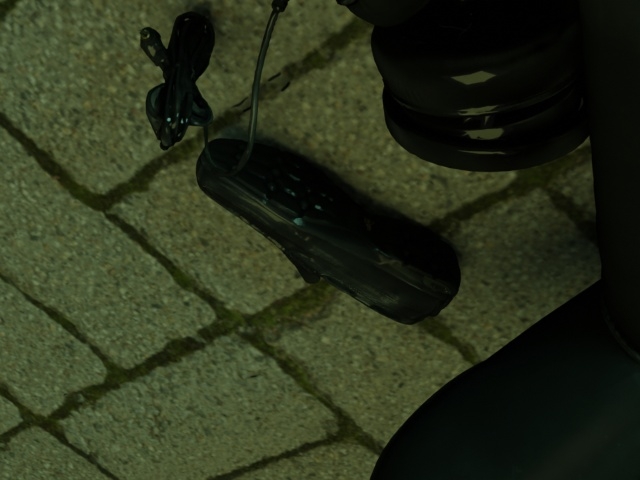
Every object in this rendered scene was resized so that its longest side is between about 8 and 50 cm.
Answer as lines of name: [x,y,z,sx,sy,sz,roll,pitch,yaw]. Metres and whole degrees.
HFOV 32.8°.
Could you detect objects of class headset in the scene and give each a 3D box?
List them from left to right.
headset: [0.063,-0.160,0.635,0.394,0.185,0.243,-26,124,20]

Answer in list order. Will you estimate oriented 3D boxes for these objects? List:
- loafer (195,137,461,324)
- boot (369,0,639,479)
loafer: [0.000,0.000,0.824,0.223,0.076,0.078,29,128,-14]
boot: [0.162,0.002,0.565,0.146,0.367,0.445,52,166,32]
